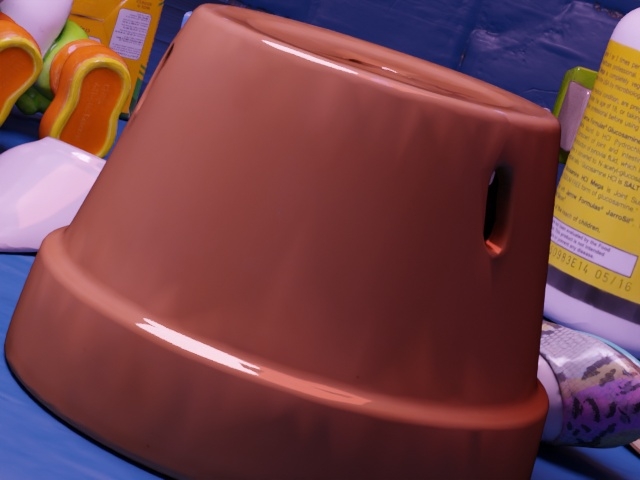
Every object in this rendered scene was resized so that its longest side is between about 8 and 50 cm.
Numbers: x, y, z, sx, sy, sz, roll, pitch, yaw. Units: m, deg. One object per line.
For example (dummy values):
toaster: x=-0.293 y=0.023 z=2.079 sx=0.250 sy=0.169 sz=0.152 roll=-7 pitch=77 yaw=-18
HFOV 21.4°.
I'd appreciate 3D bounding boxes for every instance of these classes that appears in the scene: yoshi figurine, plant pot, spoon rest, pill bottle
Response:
yoshi figurine: x=-0.315 y=-0.176 z=1.464 sx=0.203 sy=0.203 sz=0.362 roll=-25 pitch=43 yaw=-15
plant pot: x=0.000 y=0.000 z=0.895 sx=0.291 sy=0.203 sz=0.291 roll=17 pitch=10 yaw=-3
spoon rest: x=-0.193 y=-0.031 z=1.111 sx=0.137 sy=0.084 sz=0.276 roll=24 pitch=-1 yaw=21
pill bottle: x=0.306 y=-0.075 z=1.398 sx=0.188 sy=0.334 sz=0.188 roll=17 pitch=11 yaw=-4

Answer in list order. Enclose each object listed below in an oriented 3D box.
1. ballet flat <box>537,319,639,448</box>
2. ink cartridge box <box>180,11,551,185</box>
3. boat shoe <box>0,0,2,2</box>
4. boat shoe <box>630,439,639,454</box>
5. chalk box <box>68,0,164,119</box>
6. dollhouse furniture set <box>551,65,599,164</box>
ballet flat: x=0.110 y=0.081 z=1.049 sx=0.079 sy=0.077 sz=0.221 roll=-10 pitch=20 yaw=-29
ink cartridge box: x=0.035 y=-0.112 z=1.624 sx=0.307 sy=0.129 sz=0.223 roll=19 pitch=7 yaw=24
boat shoe: x=-0.416 y=-0.244 z=1.321 sx=0.367 sy=0.136 sz=0.156 roll=-6 pitch=35 yaw=-2
boat shoe: x=0.251 y=0.124 z=1.053 sx=0.064 sy=0.060 sz=0.178 roll=10 pitch=14 yaw=-36
chalk box: x=-0.300 y=-0.258 z=1.738 sx=0.180 sy=0.179 sz=0.289 roll=10 pitch=13 yaw=-31
dollhouse furniture set: x=0.359 y=-0.031 z=1.623 sx=0.301 sy=0.197 sz=0.151 roll=17 pitch=10 yaw=-4
